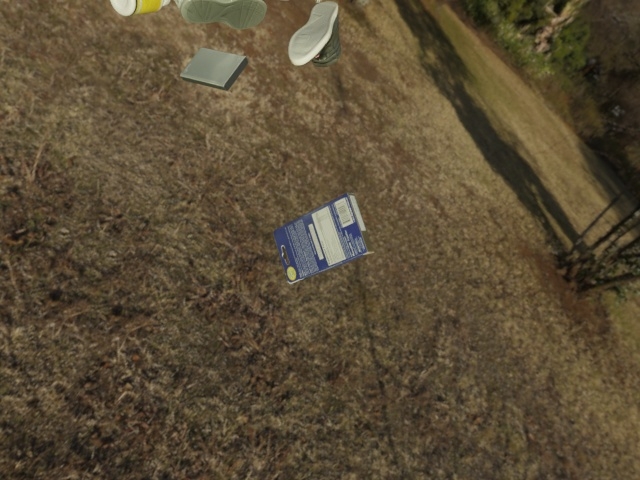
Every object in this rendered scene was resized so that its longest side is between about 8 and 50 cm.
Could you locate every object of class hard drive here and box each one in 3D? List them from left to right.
[{"bbox_3d":[-0.245,-0.395,1.133,0.135,0.094,0.022,21,-20,26],"label":"hard drive"}]

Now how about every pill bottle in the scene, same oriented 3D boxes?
[{"bbox_3d":[-0.566,-0.776,1.565,0.103,0.103,0.184,45,40,1],"label":"pill bottle"}]

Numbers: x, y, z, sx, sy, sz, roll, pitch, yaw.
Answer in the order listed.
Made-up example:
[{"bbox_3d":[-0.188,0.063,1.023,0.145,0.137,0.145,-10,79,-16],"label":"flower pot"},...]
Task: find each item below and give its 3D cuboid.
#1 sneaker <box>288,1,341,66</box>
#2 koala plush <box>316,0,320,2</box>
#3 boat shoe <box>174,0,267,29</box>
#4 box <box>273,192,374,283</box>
[{"bbox_3d":[-0.004,-0.532,1.380,0.147,0.105,0.295,76,26,-47],"label":"sneaker"},{"bbox_3d":[-0.011,-0.949,1.725,0.196,0.203,0.221,-32,97,-32],"label":"koala plush"},{"bbox_3d":[-0.312,-0.751,1.568,0.320,0.118,0.103,-19,66,-38],"label":"boat shoe"},{"bbox_3d":[0.000,0.000,1.094,0.036,0.225,0.136,-5,74,-56],"label":"box"}]
